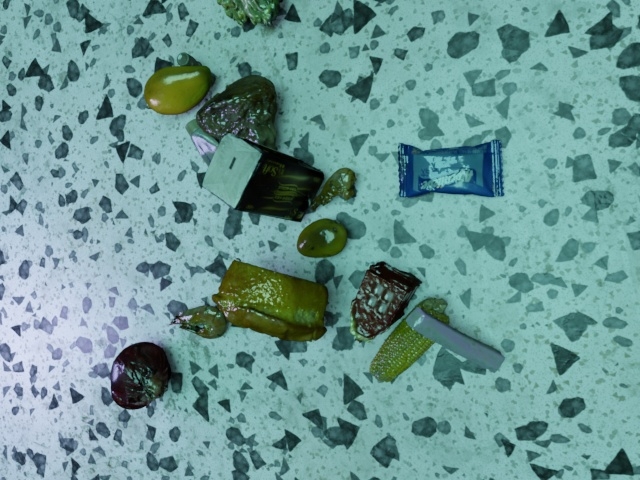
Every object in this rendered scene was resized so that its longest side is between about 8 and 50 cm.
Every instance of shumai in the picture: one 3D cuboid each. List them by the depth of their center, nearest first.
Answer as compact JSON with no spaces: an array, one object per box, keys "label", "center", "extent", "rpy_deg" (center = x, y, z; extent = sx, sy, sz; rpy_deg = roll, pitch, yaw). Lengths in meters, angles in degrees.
[{"label":"shumai","center":[-0.259,-0.422,1.843],"extent":[0.346,0.217,0.283],"rpy_deg":[-21,118,32]}]

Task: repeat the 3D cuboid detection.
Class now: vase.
[{"label":"vase","center":[-0.488,-0.664,1.918],"extent":[0.053,0.100,0.053],"rpy_deg":[0,90,20]}]

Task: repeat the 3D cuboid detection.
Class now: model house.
[{"label":"model house","center":[0.192,0.211,1.664],"extent":[0.160,0.196,0.254],"rpy_deg":[32,103,16]}]

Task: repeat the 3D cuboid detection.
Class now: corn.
[{"label":"corn","center":[0.293,0.325,1.667],"extent":[0.130,0.130,0.347],"rpy_deg":[41,107,14]}]

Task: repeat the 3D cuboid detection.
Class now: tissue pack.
[{"label":"tissue pack","center":[-0.182,-0.203,1.671],"extent":[0.198,0.370,0.210],"rpy_deg":[39,107,29]}]

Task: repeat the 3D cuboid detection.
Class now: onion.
[{"label":"onion","center":[-0.708,0.535,1.987],"extent":[0.281,0.221,0.281],"rpy_deg":[-7,78,35]}]

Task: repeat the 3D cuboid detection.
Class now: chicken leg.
[{"label":"chicken leg","center":[0.046,-0.164,1.765],"extent":[0.207,0.085,0.101],"rpy_deg":[-40,93,26]}]

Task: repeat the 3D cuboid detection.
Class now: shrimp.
[{"label":"shrimp","center":[-0.473,0.317,1.972],"extent":[0.267,0.061,0.145],"rpy_deg":[-7,113,20]}]

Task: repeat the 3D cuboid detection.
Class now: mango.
[{"label":"mango","center":[0.000,0.000,1.775],"extent":[0.195,0.098,0.137],"rpy_deg":[-27,87,24]},{"label":"mango","center":[-0.535,-0.564,1.909],"extent":[0.316,0.119,0.176],"rpy_deg":[-16,128,20]}]

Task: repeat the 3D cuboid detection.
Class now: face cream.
[{"label":"face cream","center":[-0.423,-0.350,1.922],"extent":[0.114,0.070,0.224],"rpy_deg":[-40,78,42]}]

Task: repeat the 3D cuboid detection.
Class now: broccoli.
[{"label":"broccoli","center":[-0.277,-0.875,1.759],"extent":[0.288,0.245,0.248],"rpy_deg":[21,108,23]}]

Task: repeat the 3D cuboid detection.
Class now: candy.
[{"label":"candy","center":[0.411,-0.227,1.632],"extent":[0.331,0.077,0.187],"rpy_deg":[0,99,20]}]

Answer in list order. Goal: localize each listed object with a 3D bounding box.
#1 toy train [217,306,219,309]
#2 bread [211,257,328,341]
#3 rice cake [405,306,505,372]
[{"label":"toy train","center":[-0.325,0.223,1.930],"extent":[0.147,0.038,0.071],"rpy_deg":[-12,91,19]},{"label":"bread","center":[-0.156,0.205,1.702],"extent":[0.398,0.398,0.215],"rpy_deg":[14,85,19]},{"label":"rice cake","center":[0.421,0.312,1.572],"extent":[0.365,0.056,0.073],"rpy_deg":[30,101,-13]}]
